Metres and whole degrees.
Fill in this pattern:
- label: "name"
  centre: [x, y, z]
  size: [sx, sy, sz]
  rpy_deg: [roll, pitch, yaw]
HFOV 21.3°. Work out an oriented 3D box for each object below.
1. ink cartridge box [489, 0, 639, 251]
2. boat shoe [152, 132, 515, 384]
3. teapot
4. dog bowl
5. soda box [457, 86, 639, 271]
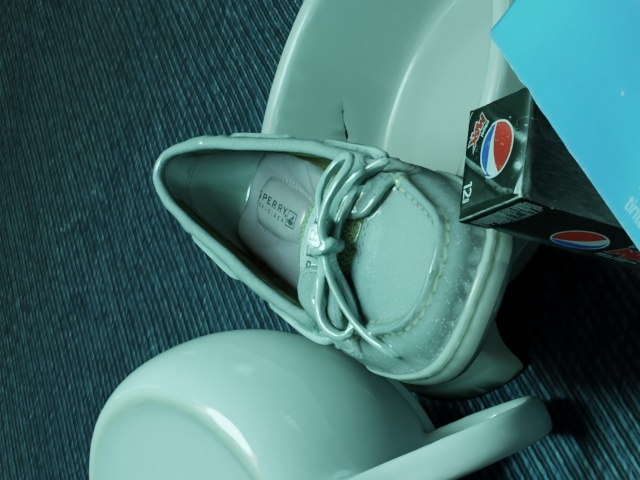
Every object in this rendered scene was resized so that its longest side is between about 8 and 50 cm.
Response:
- label: "ink cartridge box"
  centre: [0.241, -0.094, 0.597]
  size: [0.270, 0.198, 0.197]
  rpy_deg: [-53, 39, 25]
- label: "boat shoe"
  centre: [0.000, -0.003, 0.954]
  size: [0.320, 0.103, 0.118]
  rpy_deg: [32, 106, 63]
- label: "teapot"
  centre: [-0.004, 0.155, 1.037]
  size: [0.256, 0.187, 0.252]
  rpy_deg: [34, 131, 36]
- label: "dog bowl"
  centre: [0.070, -0.077, 1.090]
  size: [0.349, 0.102, 0.348]
  rpy_deg: [-37, 45, 51]
- label: "soda box"
  centre: [0.152, -0.021, 0.819]
  size: [0.053, 0.169, 0.060]
  rpy_deg: [-19, 60, 59]
